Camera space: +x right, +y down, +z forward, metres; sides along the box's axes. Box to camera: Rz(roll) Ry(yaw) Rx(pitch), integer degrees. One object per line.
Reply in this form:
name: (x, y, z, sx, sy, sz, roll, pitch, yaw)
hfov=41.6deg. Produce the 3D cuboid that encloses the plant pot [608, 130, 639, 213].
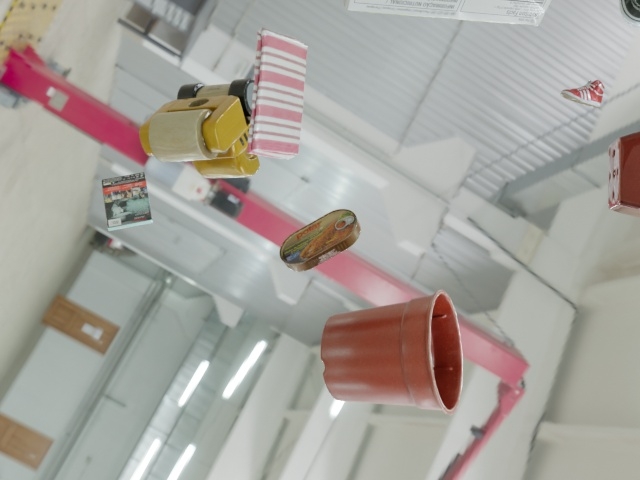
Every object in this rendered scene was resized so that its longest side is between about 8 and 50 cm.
plant pot: (0.903, -0.178, 2.256, 0.267, 0.235, 0.267, 12, 79, -80)

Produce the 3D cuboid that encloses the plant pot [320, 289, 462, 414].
plant pot: (0.157, 0.256, 1.896, 0.265, 0.272, 0.272, -6, -142, 23)

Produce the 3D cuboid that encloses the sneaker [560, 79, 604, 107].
sneaker: (0.646, -0.371, 2.073, 0.042, 0.118, 0.067, 33, -71, 65)

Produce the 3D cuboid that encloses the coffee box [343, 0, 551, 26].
coffee box: (0.206, -0.577, 1.314, 0.334, 0.338, 0.338, 108, -22, -51)

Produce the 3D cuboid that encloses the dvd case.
dvd case: (-0.378, -0.077, 1.645, 0.013, 0.087, 0.119, 91, -15, -56)

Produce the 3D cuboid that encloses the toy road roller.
toy road roller: (-0.261, -0.238, 2.046, 0.329, 0.202, 0.241, -57, 140, -53)

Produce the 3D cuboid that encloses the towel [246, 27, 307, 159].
towel: (-0.071, -0.231, 1.346, 0.144, 0.029, 0.197, -3, 99, -65)

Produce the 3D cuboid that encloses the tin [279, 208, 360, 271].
tin: (0.000, 0.000, 1.854, 0.189, 0.040, 0.106, -29, -136, 3)

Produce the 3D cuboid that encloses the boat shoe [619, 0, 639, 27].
boat shoe: (0.587, -0.500, 1.379, 0.306, 0.113, 0.105, -59, 163, 16)
